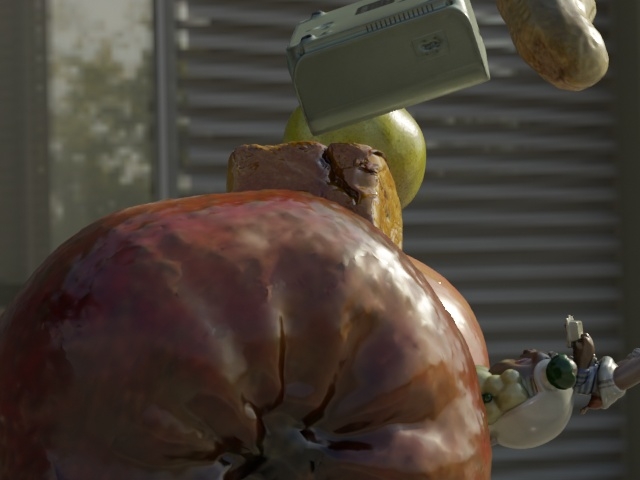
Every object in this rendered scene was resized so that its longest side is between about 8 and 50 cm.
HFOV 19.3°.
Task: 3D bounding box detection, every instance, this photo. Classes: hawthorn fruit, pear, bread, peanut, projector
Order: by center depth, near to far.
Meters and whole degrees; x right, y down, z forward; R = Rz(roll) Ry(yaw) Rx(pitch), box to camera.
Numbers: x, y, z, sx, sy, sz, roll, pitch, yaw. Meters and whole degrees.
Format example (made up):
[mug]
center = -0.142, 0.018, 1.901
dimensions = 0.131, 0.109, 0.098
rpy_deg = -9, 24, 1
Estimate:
[hawthorn fruit]
center = -0.075, 0.161, 1.463
dimensions = 0.403, 0.403, 0.403
rpy_deg = -1, -2, 0
[bread]
center = 0.000, 0.000, 1.710
dimensions = 0.149, 0.143, 0.158
rpy_deg = -6, -35, 17
[projector]
center = 0.071, -0.210, 2.035
dimensions = 0.198, 0.108, 0.250
rpy_deg = -18, 14, 8
[peanut]
center = 0.291, -0.271, 2.328
dimensions = 0.120, 0.236, 0.110
rpy_deg = 26, -62, -38
[pear]
center = 0.045, -0.115, 2.465
dimensions = 0.198, 0.198, 0.198
rpy_deg = -1, -2, 0

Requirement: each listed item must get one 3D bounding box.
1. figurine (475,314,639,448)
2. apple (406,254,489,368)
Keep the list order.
[figurine]
center = 0.214, 0.126, 1.710
dimensions = 0.197, 0.093, 0.147
rpy_deg = -26, -6, -13
[apple]
center = 0.016, 0.175, 2.196
dimensions = 0.364, 0.364, 0.364
rpy_deg = -1, -2, 0
